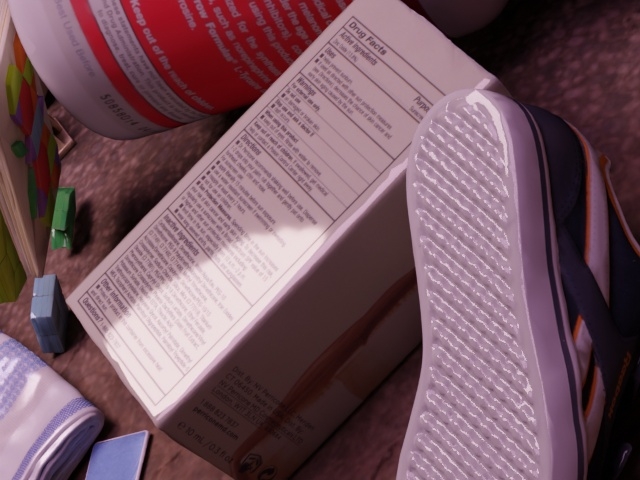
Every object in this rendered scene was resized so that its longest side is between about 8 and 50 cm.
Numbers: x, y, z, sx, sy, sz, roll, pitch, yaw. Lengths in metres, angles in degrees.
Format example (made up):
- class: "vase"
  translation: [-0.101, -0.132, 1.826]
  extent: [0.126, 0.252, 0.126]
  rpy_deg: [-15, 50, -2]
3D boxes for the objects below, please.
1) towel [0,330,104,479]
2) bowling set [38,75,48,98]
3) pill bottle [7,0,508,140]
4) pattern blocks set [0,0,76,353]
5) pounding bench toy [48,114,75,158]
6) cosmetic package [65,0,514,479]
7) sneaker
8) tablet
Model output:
- class: "towel"
  translation: [-0.303, 0.153, 1.372]
  extent: [0.285, 0.034, 0.209]
  rpy_deg: [31, 81, 42]
- class: "bowling set"
  translation: [-0.288, -0.249, 1.542]
  extent: [0.287, 0.199, 0.154]
  rpy_deg: [-41, 38, 56]
- class: "pill bottle"
  translation: [-0.005, -0.230, 1.281]
  extent: [0.407, 0.229, 0.229]
  rpy_deg: [-15, 46, 20]
- class: "pattern blocks set"
  translation: [-0.223, -0.080, 1.333]
  extent: [0.026, 0.325, 0.285]
  rpy_deg: [-4, 58, 4]
- class: "pounding bench toy"
  translation: [-0.266, -0.101, 1.578]
  extent: [0.052, 0.065, 0.083]
  rpy_deg: [-46, 37, 2]
- class: "cosmetic package"
  translation: [0.000, 0.000, 1.164]
  extent: [0.296, 0.129, 0.153]
  rpy_deg: [-45, 45, 3]
- class: "sneaker"
  translation: [0.123, 0.081, 1.003]
  extent: [0.126, 0.127, 0.321]
  rpy_deg: [-8, 77, 48]
- class: "tablet"
  translation: [-0.147, 0.174, 1.265]
  extent: [0.054, 0.006, 0.083]
  rpy_deg: [-17, 47, 33]
